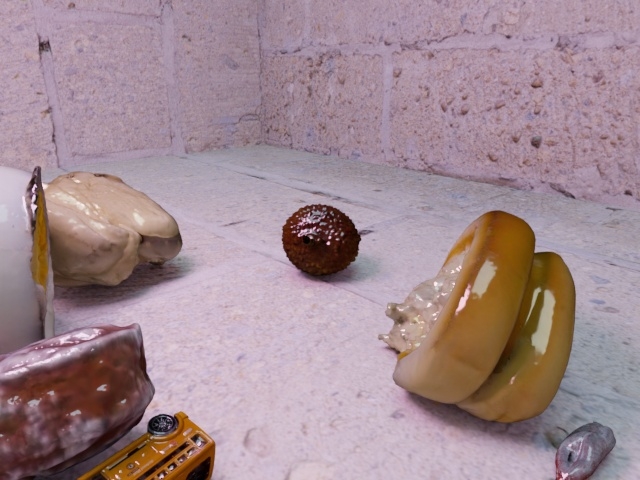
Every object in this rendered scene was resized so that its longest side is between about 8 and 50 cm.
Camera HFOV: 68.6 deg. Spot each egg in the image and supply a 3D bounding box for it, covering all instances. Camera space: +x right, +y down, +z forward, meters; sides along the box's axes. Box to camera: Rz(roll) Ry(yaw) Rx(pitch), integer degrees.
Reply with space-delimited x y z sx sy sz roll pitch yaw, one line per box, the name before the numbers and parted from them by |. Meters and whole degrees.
egg | -0.608 0.054 0.722 0.340 0.354 0.354 -3 19 -26

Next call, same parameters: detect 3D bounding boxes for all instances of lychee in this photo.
lychee | 0.000 0.000 1.174 0.200 0.200 0.238 6 6 14

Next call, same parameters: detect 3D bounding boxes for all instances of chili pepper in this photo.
chili pepper | 0.347 0.278 0.619 0.153 0.041 0.050 -14 -18 -35

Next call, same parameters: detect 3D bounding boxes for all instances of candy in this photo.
candy | -0.345 0.204 0.564 0.290 0.157 0.214 -21 -7 -7

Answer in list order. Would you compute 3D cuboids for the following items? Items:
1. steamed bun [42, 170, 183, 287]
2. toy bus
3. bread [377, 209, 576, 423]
steamed bun | -0.536 -0.010 1.105 0.325 0.230 0.372 34 19 15
toy bus | -0.211 0.281 0.521 0.088 0.083 0.194 23 26 27
bread | 0.275 0.133 0.815 0.245 0.329 0.424 46 27 1
